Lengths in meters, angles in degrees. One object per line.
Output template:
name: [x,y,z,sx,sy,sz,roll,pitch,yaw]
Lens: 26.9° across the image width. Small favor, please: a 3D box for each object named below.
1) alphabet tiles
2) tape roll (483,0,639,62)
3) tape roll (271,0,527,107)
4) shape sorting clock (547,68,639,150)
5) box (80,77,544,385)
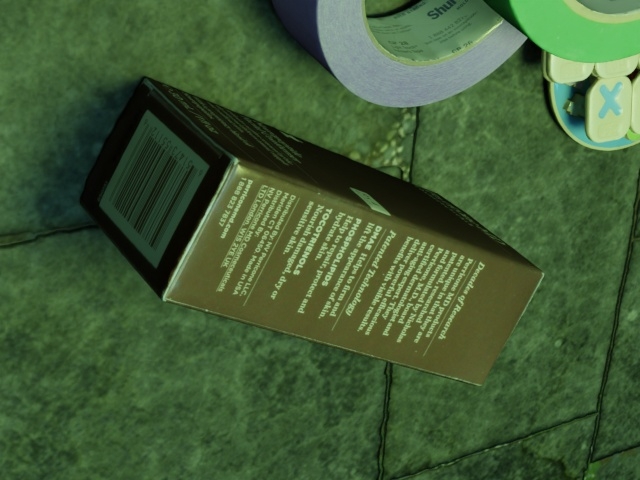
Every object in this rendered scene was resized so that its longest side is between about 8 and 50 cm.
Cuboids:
alphabet tiles: [0.347,-0.244,1.377,0.284,0.021,0.278,-11,111,-26]
tape roll: [0.267,-0.306,1.127,0.321,0.077,0.321,-20,135,-22]
tape roll: [0.092,-0.255,1.168,0.275,0.090,0.275,-21,135,-23]
shape sorting clock: [0.330,-0.191,1.423,0.206,0.040,0.206,-16,124,-26]
box: [0.000,0.000,1.219,0.381,0.191,0.143,20,104,-40]
